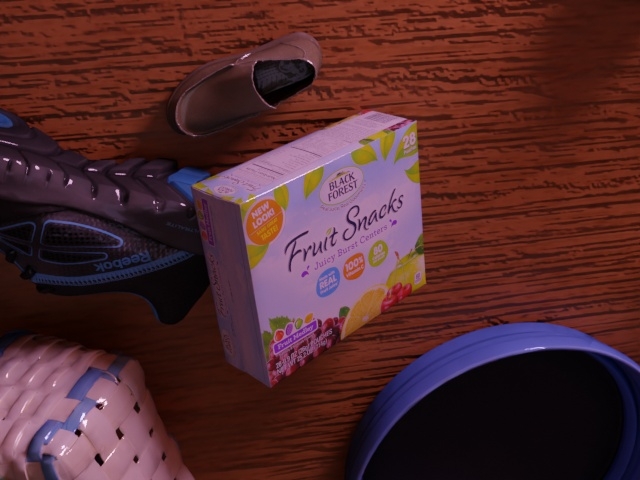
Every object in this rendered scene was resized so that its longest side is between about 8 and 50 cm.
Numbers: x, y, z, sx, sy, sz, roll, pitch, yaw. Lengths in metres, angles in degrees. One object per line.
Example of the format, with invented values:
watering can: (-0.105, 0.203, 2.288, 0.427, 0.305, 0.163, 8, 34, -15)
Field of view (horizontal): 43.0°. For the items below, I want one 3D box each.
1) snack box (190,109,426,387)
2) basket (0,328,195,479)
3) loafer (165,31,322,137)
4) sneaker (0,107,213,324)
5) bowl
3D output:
snack box: (0.000, 0.000, 0.713, 0.207, 0.070, 0.174, -29, 125, -37)
basket: (-0.284, 0.207, 0.749, 0.289, 0.201, 0.254, -4, 122, 28)
loafer: (-0.065, -0.132, 0.696, 0.148, 0.050, 0.056, -29, 118, 3)
sneaker: (-0.239, -0.019, 0.673, 0.341, 0.125, 0.139, 18, 112, -19)
bowl: (0.214, 0.266, 0.943, 0.392, 0.077, 0.390, -5, 118, -10)
